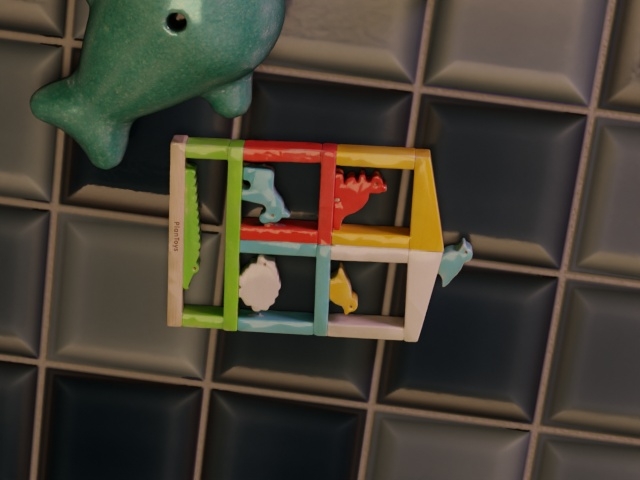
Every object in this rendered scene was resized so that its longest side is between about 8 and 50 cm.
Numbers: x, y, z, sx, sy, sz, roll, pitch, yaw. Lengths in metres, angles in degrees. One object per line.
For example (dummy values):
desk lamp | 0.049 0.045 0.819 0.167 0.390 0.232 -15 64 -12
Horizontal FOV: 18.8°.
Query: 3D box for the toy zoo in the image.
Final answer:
toy zoo | 0.000 0.000 1.870 0.293 0.030 0.192 3 110 2

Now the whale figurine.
whale figurine | -0.153 -0.178 1.754 0.216 0.141 0.272 41 107 -12
